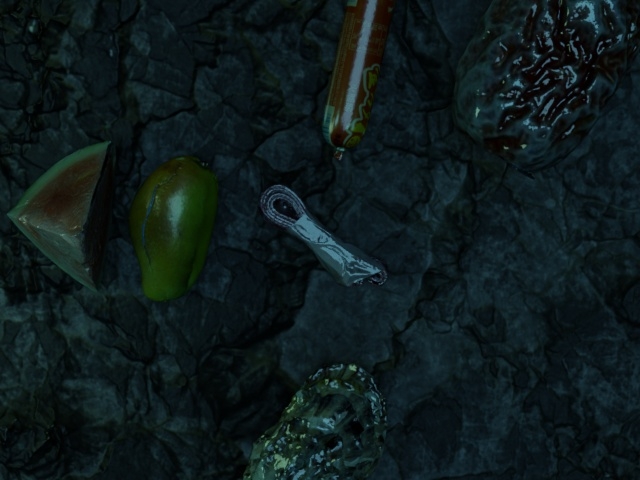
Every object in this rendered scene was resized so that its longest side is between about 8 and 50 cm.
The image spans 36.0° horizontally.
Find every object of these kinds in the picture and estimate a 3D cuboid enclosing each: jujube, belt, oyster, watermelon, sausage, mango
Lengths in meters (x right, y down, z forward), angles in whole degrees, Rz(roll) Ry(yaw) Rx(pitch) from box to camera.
[{"bbox_3d":[0.321,-0.252,1.402,0.226,0.226,0.317,26,94,-6],"label":"jujube"},{"bbox_3d":[0.000,0.000,1.498,0.232,0.053,0.071,38,86,-6],"label":"belt"},{"bbox_3d":[-0.026,0.346,1.500,0.162,0.158,0.351,34,79,28],"label":"oyster"},{"bbox_3d":[-0.332,-0.037,1.434,0.136,0.202,0.207,28,99,-45],"label":"watermelon"},{"bbox_3d":[0.052,-0.249,1.461,0.083,0.083,0.264,12,98,-4],"label":"sausage"},{"bbox_3d":[-0.223,-0.014,1.459,0.125,0.111,0.233,22,108,9],"label":"mango"}]
